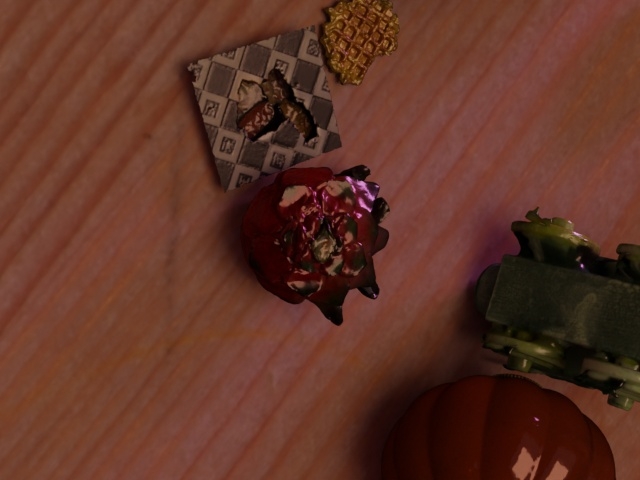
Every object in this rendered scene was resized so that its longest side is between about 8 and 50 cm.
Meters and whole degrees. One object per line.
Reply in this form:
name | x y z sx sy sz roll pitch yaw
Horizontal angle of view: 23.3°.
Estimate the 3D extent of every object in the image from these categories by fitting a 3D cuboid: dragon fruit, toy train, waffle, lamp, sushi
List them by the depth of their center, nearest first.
dragon fruit | -0.003 -0.006 1.366 0.130 0.121 0.142 -36 149 13
sushi | -0.052 -0.119 1.368 0.126 0.026 0.120 -22 112 -22
waffle | 0.037 -0.187 1.415 0.085 0.016 0.078 -32 114 -24
lamp | 0.167 0.223 1.452 0.223 0.223 0.196 42 44 -30
toy train | 0.279 0.077 1.473 0.188 0.272 0.159 22 84 -49
